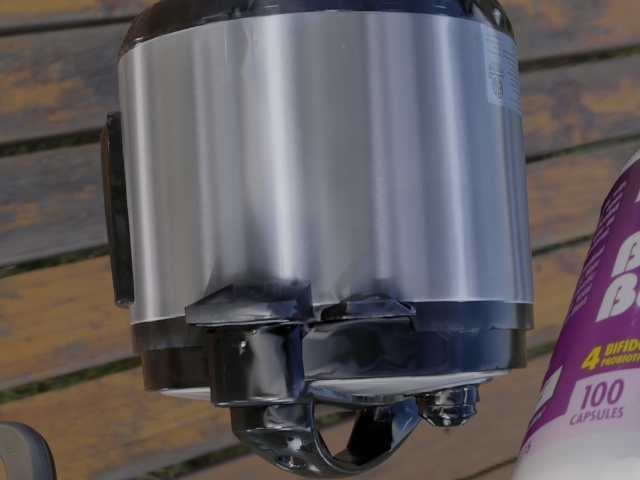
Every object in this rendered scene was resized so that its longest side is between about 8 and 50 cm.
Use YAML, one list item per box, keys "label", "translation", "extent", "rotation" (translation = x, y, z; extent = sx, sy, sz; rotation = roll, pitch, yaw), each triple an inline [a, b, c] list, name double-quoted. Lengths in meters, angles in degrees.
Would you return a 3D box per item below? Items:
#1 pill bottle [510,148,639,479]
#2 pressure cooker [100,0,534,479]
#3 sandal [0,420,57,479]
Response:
- label: "pill bottle"
  translation: [0.204, 0.044, 0.693]
  extent: [0.169, 0.169, 0.301]
  rotation: [45, 48, -22]
- label: "pressure cooker"
  translation: [0.005, -0.001, 1.291]
  extent: [0.370, 0.375, 0.420]
  rotation: [-2, 85, -26]
- label: "sandal"
  translation: [-0.179, 0.178, 0.818]
  extent: [0.060, 0.090, 0.219]
  rotation: [57, 9, -43]
